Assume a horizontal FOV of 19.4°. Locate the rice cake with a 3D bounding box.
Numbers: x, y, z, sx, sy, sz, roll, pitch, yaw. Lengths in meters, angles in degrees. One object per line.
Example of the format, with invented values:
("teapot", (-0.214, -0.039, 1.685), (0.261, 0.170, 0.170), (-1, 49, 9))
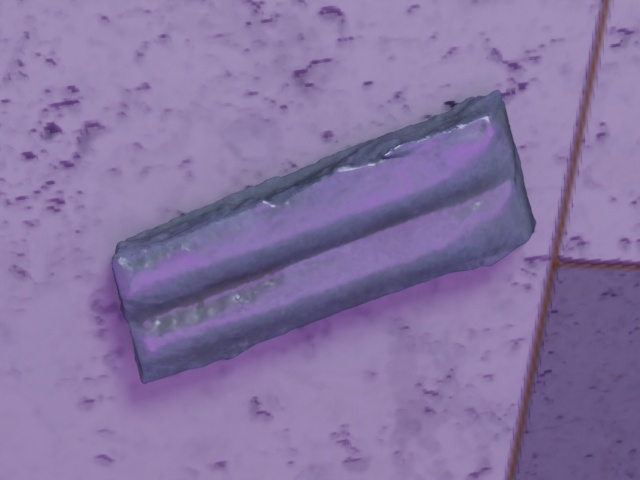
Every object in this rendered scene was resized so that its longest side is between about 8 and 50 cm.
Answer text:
("rice cake", (0.000, 0.000, 0.966), (0.226, 0.040, 0.085), (-21, 118, -2))
